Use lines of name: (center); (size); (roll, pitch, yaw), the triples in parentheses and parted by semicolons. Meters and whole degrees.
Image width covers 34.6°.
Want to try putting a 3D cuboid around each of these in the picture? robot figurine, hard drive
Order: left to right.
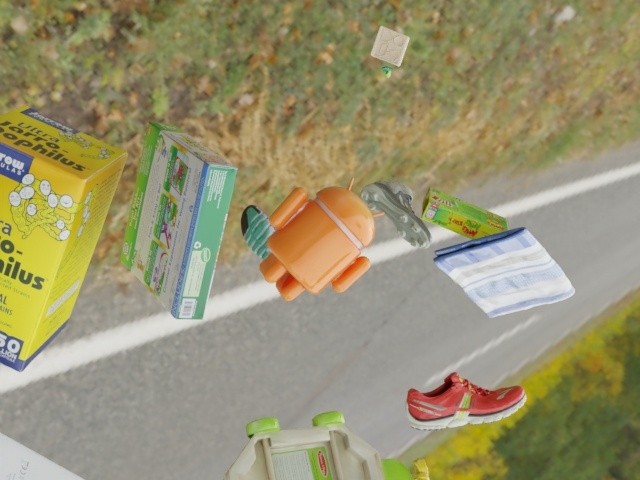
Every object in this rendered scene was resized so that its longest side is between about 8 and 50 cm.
hard drive: (-0.562, 0.535, 2.045); (0.040, 0.319, 0.210); (-32, -146, 29)
robot figurine: (0.001, 0.001, 1.693); (0.219, 0.158, 0.128); (-43, 160, 0)

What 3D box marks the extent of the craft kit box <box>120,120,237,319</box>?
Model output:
craft kit box: (-0.231, -0.036, 1.626); (0.061, 0.246, 0.250); (3, 110, -36)

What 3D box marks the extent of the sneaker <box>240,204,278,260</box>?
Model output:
sneaker: (-0.105, 0.011, 2.429); (0.083, 0.223, 0.098); (-45, 154, 27)

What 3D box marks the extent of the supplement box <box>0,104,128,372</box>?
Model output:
supplement box: (-0.482, -0.006, 1.663); (0.195, 0.194, 0.356); (-64, 178, -70)

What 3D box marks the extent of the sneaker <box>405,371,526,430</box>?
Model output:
sneaker: (0.328, 0.352, 2.315); (0.279, 0.118, 0.107); (-9, -178, -5)

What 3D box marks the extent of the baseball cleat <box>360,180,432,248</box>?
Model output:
baseball cleat: (0.185, -0.068, 2.236); (0.109, 0.206, 0.072); (-29, 152, -37)

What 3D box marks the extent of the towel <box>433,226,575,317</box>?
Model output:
towel: (0.378, 0.072, 2.100); (0.209, 0.034, 0.285); (-17, 143, 26)

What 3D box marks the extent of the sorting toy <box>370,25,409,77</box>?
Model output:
sorting toy: (0.120, -0.338, 1.857); (0.012, 0.062, 0.083); (-161, -90, -73)

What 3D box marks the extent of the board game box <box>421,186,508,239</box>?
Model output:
board game box: (0.304, -0.046, 2.164); (0.092, 0.181, 0.043); (-76, -172, -65)

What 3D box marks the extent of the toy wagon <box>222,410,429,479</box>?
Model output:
toy wagon: (0.018, 0.417, 1.682); (0.344, 0.267, 0.068); (-2, 154, -24)
